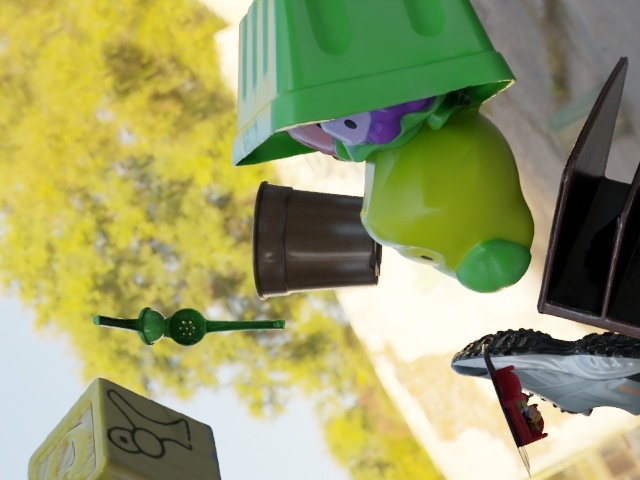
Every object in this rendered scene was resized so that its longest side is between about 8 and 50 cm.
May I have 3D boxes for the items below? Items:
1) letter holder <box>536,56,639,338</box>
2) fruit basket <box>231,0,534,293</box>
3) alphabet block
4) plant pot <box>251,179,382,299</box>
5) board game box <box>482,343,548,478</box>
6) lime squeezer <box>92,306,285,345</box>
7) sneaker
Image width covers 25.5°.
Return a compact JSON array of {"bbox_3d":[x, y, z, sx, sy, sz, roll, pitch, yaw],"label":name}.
[{"bbox_3d":[0.376,-0.063,1.656,0.302,0.152,0.214,-54,-28,-50],"label":"letter holder"},{"bbox_3d":[0.066,-0.102,1.489,0.392,0.283,0.392,168,90,-79],"label":"fruit basket"},{"bbox_3d":[-0.269,0.338,1.936,0.197,0.193,0.192,29,-158,-27],"label":"alphabet block"},{"bbox_3d":[0.000,0.000,1.958,0.167,0.165,0.166,0,-90,-83],"label":"plant pot"},{"bbox_3d":[0.205,0.167,1.452,0.169,0.033,0.133,-6,-105,-83],"label":"board game box"},{"bbox_3d":[-0.210,0.128,2.039,0.110,0.310,0.058,15,98,53],"label":"lime squeezer"},{"bbox_3d":[0.296,0.175,1.824,0.100,0.272,0.108,-36,-56,-57],"label":"sneaker"}]
